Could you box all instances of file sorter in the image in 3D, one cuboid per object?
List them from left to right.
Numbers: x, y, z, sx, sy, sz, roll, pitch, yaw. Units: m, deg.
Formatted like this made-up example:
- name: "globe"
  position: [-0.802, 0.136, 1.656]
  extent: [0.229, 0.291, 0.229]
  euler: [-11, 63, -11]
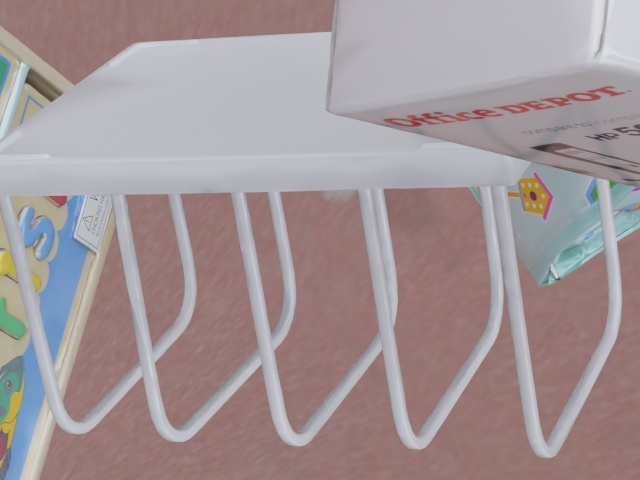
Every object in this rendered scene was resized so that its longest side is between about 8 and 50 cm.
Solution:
- name: "file sorter"
  position: [0.000, 0.000, 1.006]
  extent: [0.278, 0.193, 0.173]
  euler: [0, 113, 22]

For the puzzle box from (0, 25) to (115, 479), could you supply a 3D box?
- name: "puzzle box"
  position: [-0.254, 0.058, 1.194]
  extent: [0.052, 0.272, 0.408]
  euler: [2, 68, 32]

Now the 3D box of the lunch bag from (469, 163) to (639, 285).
- name: "lunch bag"
  position: [0.175, -0.122, 1.274]
  extent: [0.160, 0.262, 0.223]
  euler: [-17, 69, -50]

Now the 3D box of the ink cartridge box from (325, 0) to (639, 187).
- name: "ink cartridge box"
  position: [0.124, -0.068, 0.642]
  extent: [0.203, 0.148, 0.085]
  euler: [10, 82, -30]
